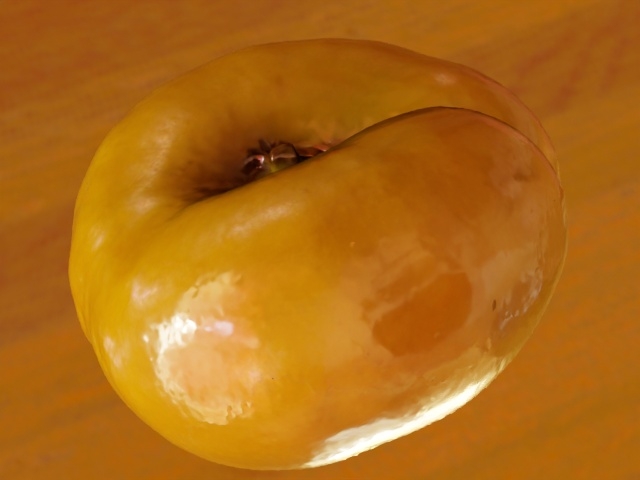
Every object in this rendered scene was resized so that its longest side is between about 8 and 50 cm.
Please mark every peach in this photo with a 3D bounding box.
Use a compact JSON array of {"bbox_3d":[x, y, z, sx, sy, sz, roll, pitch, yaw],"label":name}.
[{"bbox_3d":[0.000,0.000,0.672,0.179,0.179,0.103,-27,126,-20],"label":"peach"}]
